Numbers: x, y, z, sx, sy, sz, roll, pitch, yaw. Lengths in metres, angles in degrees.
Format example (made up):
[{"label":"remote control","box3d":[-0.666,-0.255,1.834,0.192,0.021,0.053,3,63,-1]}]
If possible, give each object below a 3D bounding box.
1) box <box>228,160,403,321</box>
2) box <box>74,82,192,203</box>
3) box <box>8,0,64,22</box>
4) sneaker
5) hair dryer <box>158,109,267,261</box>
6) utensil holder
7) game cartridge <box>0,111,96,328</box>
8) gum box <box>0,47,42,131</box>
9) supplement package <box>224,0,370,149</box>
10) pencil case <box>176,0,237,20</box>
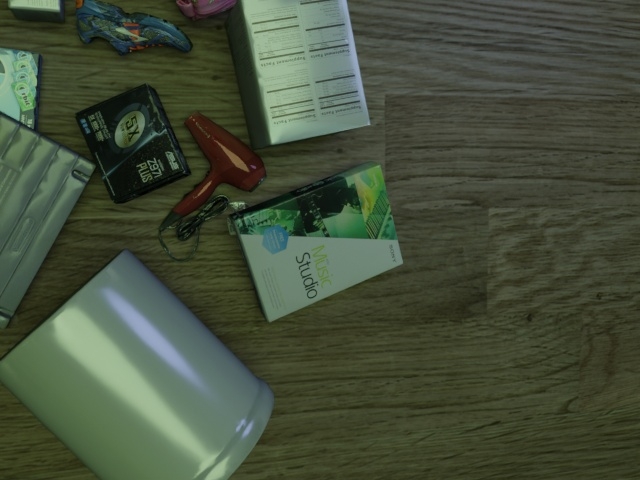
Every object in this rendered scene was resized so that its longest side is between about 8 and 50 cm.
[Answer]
[{"label":"box","box3d":[0.000,0.000,1.365,0.322,0.058,0.232,-23,114,-16]},{"label":"box","box3d":[-0.347,-0.178,1.255,0.147,0.077,0.180,-22,94,0]},{"label":"box","box3d":[-0.508,-0.453,1.201,0.087,0.102,0.101,-1,95,-17]},{"label":"sneaker","box3d":[-0.353,-0.390,1.269,0.221,0.083,0.087,13,105,-10]},{"label":"hair dryer","box3d":[-0.215,-0.109,1.320,0.223,0.080,0.294,-7,96,-14]},{"label":"utensil holder","box3d":[-0.325,0.252,1.197,0.327,0.327,0.385,-42,102,-8]},{"label":"game cartridge","box3d":[-0.595,-0.042,1.217,0.230,0.068,0.355,30,92,-16]},{"label":"gum box","box3d":[-0.612,-0.273,1.219,0.184,0.041,0.157,4,95,-15]},{"label":"supplement package","box3d":[-0.049,-0.324,1.284,0.198,0.199,0.263,-14,98,-14]},{"label":"pencil case","box3d":[-0.112,-0.549,1.274,0.386,0.167,0.160,-23,133,-12]}]
